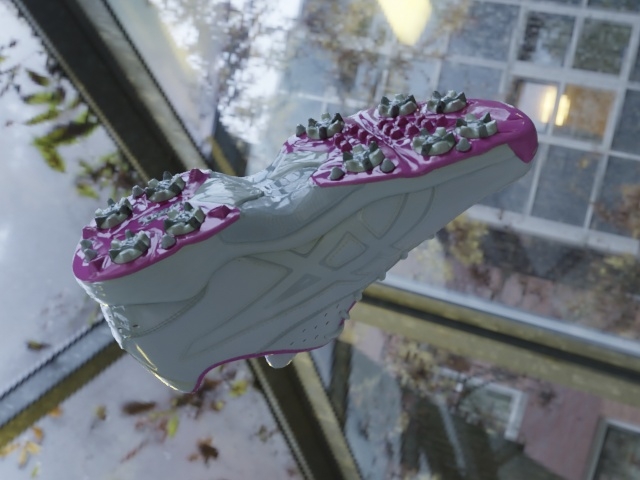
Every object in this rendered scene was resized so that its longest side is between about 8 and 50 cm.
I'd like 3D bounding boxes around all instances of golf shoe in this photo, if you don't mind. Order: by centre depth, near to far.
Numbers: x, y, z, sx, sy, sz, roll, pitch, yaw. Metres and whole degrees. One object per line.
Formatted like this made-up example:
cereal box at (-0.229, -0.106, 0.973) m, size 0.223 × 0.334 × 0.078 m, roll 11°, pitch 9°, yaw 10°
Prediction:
golf shoe at (0.000, 0.000, 0.767) m, size 0.115 × 0.306 × 0.140 m, roll -108°, pitch -1°, yaw -61°
